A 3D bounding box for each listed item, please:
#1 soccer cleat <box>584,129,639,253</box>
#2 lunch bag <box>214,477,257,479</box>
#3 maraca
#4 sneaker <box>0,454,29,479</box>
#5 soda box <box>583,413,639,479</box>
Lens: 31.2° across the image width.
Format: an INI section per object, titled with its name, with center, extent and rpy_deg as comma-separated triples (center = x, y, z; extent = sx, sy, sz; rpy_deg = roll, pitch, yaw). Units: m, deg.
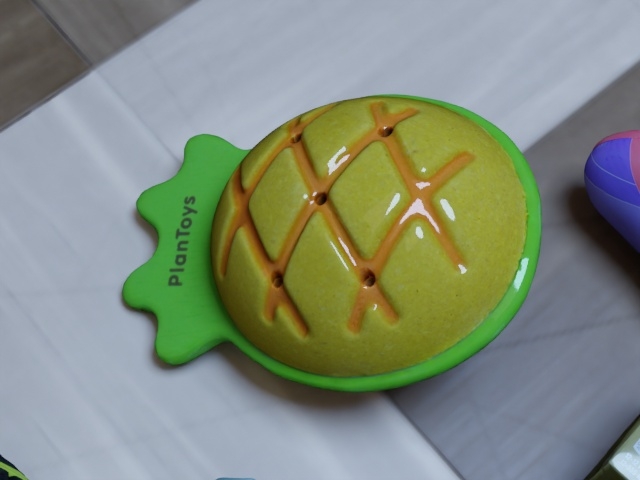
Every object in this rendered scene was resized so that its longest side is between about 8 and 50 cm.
[soccer cleat]
center = 0.211, 0.041, 0.473
extent = 0.248, 0.083, 0.095
rpy_deg = 33, 73, 9
[lunch bag]
center = 0.040, 0.217, 0.343
extent = 0.262, 0.160, 0.223
rpy_deg = 24, 68, 2
[maraca]
center = 0.000, 0.000, 0.476
extent = 0.185, 0.099, 0.127
rpy_deg = -2, 67, 24
[sneaker]
center = -0.274, 0.091, 0.412
extent = 0.384, 0.145, 0.147
rpy_deg = 13, 73, 15
[soda box]
center = 0.189, 0.133, 0.437
extent = 0.181, 0.061, 0.058
rpy_deg = 40, 70, 15
